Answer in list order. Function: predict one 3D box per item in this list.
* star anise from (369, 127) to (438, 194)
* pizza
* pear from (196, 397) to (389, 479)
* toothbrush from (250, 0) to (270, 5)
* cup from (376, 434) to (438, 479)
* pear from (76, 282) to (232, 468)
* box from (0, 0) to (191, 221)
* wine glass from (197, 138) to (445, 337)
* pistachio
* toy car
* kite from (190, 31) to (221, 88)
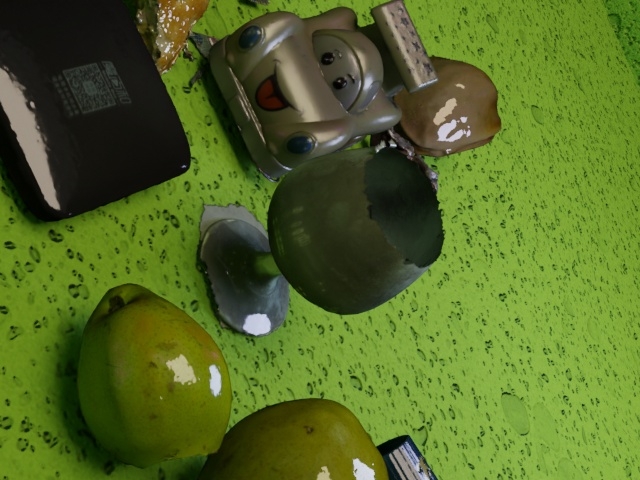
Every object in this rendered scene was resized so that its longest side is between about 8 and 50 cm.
[{"bbox_3d":[0.155,-0.118,1.902,0.209,0.089,0.231,14,39,-49],"label":"star anise"},{"bbox_3d":[-0.233,-0.368,1.518,0.280,0.075,0.288,28,78,-67],"label":"pizza"},{"bbox_3d":[-0.042,0.341,1.280,0.253,0.252,0.307,50,37,-21],"label":"pear"},{"bbox_3d":[-0.196,-0.434,1.667,0.037,0.028,0.375,44,18,26],"label":"toothbrush"},{"bbox_3d":[0.125,0.384,1.596,0.155,0.131,0.176,62,6,0],"label":"cup"},{"bbox_3d":[-0.201,0.156,1.240,0.187,0.187,0.220,-12,87,-54],"label":"pear"},{"bbox_3d":[-0.321,-0.185,1.374,0.289,0.073,0.290,-29,95,-52],"label":"box"},{"bbox_3d":[0.000,0.000,1.470,0.238,0.322,0.238,31,48,-42],"label":"wine glass"},{"bbox_3d":[0.232,-0.265,2.061,0.260,0.163,0.213,-20,66,-41],"label":"pistachio"},{"bbox_3d":[0.012,-0.263,1.707,0.336,0.226,0.242,-26,92,-57],"label":"toy car"},{"bbox_3d":[-0.174,-0.282,1.671,0.139,0.011,0.157,51,38,-16],"label":"kite"}]
